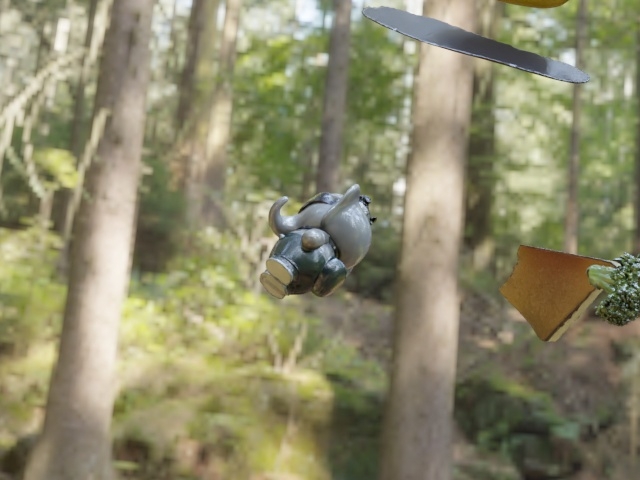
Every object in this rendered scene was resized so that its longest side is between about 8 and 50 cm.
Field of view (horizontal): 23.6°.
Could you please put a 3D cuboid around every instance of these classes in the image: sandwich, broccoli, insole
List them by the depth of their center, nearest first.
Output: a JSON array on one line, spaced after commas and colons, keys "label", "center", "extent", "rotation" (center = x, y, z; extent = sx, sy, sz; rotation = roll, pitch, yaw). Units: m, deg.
[{"label": "broccoli", "center": [0.366, 0.058, 1.859], "extent": [0.092, 0.097, 0.095], "rotation": [11, -4, 29]}, {"label": "insole", "center": [0.209, -0.267, 2.087], "extent": [0.327, 0.007, 0.111], "rotation": [19, 27, 11]}, {"label": "sandwich", "center": [0.420, 0.061, 2.719], "extent": [0.193, 0.162, 0.058], "rotation": [-48, -24, 21]}]

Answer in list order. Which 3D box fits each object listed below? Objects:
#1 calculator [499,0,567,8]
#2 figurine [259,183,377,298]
[{"label": "calculator", "center": [0.299, -0.407, 2.182], "extent": [0.235, 0.146, 0.032], "rotation": [9, 23, -5]}, {"label": "figurine", "center": [0.000, 0.000, 1.900], "extent": [0.126, 0.192, 0.147], "rotation": [35, -43, 22]}]
